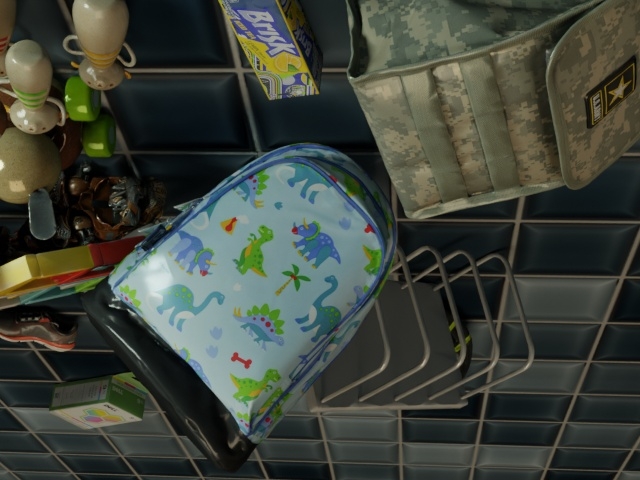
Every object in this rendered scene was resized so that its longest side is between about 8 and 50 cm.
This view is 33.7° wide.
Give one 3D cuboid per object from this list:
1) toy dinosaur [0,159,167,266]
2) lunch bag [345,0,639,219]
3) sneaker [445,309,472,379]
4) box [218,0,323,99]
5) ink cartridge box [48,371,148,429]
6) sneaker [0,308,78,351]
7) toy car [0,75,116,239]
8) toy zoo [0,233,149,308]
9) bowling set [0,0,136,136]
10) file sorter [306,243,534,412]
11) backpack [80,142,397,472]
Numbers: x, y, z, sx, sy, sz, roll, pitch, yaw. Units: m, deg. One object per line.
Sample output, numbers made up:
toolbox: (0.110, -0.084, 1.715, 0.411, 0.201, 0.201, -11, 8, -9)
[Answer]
toy dinosaur: (-0.351, -0.013, 1.383, 0.322, 0.164, 0.218, -41, 150, 25)
lunch bag: (0.189, -0.160, 1.018, 0.287, 0.168, 0.235, -12, 146, 12)
sneaker: (0.075, 0.143, 1.667, 0.385, 0.145, 0.147, 18, 180, -30)
box: (-0.048, -0.213, 1.058, 0.059, 0.054, 0.169, -5, 150, 14)
ink cartridge box: (-0.417, 0.316, 2.081, 0.209, 0.062, 0.109, -13, 147, 27)
sneaker: (-0.481, 0.135, 1.776, 0.158, 0.061, 0.065, 16, 123, -24)
toy car: (-0.330, -0.083, 1.190, 0.155, 0.188, 0.149, 1, 152, 5)
toy zoo: (-0.332, 0.044, 1.334, 0.192, 0.030, 0.293, -23, 173, 41)
bowling set: (-0.340, -0.160, 1.051, 0.287, 0.199, 0.154, 11, 152, -6)
file sorter: (0.124, 0.114, 1.447, 0.278, 0.192, 0.173, 5, 152, -36)
backpack: (-0.068, 0.050, 1.245, 0.290, 0.355, 0.273, 49, 164, 8)
